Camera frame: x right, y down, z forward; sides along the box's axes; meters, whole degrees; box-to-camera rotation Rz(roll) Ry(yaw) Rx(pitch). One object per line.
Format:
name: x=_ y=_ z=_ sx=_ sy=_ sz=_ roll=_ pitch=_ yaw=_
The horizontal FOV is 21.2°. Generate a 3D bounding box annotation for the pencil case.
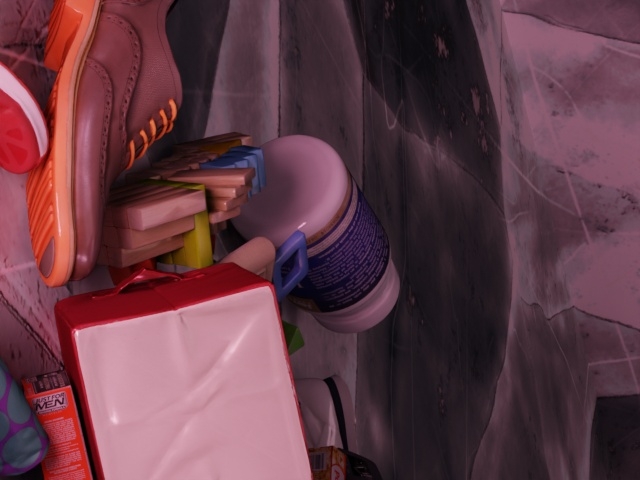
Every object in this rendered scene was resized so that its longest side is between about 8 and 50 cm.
pencil case: x=-0.279 y=0.125 z=1.409 sx=0.070 sy=0.064 sz=0.151 roll=-121 pitch=-171 yaw=-55

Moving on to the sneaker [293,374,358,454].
sneaker: x=-0.001 y=0.282 z=2.077 sx=0.090 sy=0.095 sz=0.235 roll=132 pitch=-51 yaw=-66

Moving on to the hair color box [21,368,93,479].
hair color box: x=-0.229 y=0.192 z=1.519 sx=0.072 sy=0.043 sz=0.141 roll=-149 pitch=-132 yaw=-75

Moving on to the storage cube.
storage cube: x=-0.129 y=0.134 z=1.544 sx=0.193 sy=0.184 sz=0.215 roll=-160 pitch=-121 yaw=-76

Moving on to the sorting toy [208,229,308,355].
sorting toy: x=-0.103 y=0.116 z=1.768 sx=0.348 sy=0.047 sz=0.196 roll=-34 pitch=139 yaw=-46

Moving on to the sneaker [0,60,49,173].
sneaker: x=-0.315 y=-0.108 z=1.403 sx=0.221 sy=0.087 sz=0.128 roll=55 pitch=42 yaw=-35

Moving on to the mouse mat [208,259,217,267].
mouse mat: x=-0.120 y=0.135 z=1.833 sx=0.152 sy=0.007 sz=0.189 roll=52 pitch=52 yaw=-42

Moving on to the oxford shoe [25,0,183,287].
oxford shoe: x=-0.191 y=-0.117 z=1.584 sx=0.130 sy=0.133 sz=0.363 roll=130 pitch=-32 yaw=-56

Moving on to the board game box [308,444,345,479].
board game box: x=-0.049 y=0.326 z=1.864 sx=0.045 sy=0.147 sz=0.193 roll=47 pitch=40 yaw=-59

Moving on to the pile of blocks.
pile of blocks: x=-0.126 y=-0.023 z=1.775 sx=0.362 sy=0.149 sz=0.112 roll=-41 pitch=128 yaw=-66

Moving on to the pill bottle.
pill bottle: x=0.000 y=0.000 z=2.114 sx=0.264 sy=0.153 sz=0.153 roll=56 pitch=33 yaw=-51

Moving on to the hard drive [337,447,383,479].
hard drive: x=0.050 y=0.363 z=1.889 sx=0.254 sy=0.054 sz=0.172 roll=-105 pitch=-162 yaw=-61
